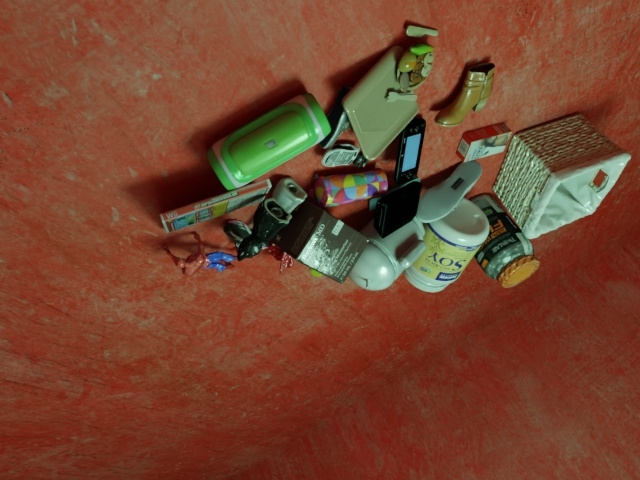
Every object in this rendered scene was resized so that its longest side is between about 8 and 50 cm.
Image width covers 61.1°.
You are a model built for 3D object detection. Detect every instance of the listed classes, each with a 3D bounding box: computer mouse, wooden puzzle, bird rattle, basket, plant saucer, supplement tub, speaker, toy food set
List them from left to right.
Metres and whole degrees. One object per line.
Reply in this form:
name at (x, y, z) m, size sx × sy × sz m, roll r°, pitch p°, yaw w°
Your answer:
speaker at (-0.127, -0.244, 1.336) m, size 0.296 × 0.131 × 0.131 m, roll -30°, pitch 148°, yaw 0°
bird rattle at (-0.045, 0.010, 1.799) m, size 0.253 × 0.143 × 0.207 m, roll 19°, pitch 113°, yaw -34°
computer mouse at (0.077, -0.253, 1.564) m, size 0.193 × 0.042 × 0.106 m, roll -7°, pitch 146°, yaw -40°
wooden puzzle at (0.160, -0.360, 1.436) m, size 0.221 × 0.044 × 0.239 m, roll -48°, pitch 144°, yaw -8°
plant saucer at (0.249, -0.161, 1.844) m, size 0.192 × 0.018 × 0.067 m, roll -23°, pitch 147°, yaw -9°
toy food set at (0.245, -0.441, 1.382) m, size 0.132 × 0.038 × 0.192 m, roll -11°, pitch 128°, yaw -37°
supplement tub at (0.458, 0.016, 2.041) m, size 0.241 × 0.241 × 0.331 m, roll -10°, pitch 143°, yaw -27°
supplement tub at (0.677, 0.003, 2.104) m, size 0.207 × 0.338 × 0.207 m, roll -21°, pitch 146°, yaw -15°
basket at (0.856, -0.236, 1.983) m, size 0.331 × 0.266 × 0.328 m, roll -20°, pitch 147°, yaw -15°

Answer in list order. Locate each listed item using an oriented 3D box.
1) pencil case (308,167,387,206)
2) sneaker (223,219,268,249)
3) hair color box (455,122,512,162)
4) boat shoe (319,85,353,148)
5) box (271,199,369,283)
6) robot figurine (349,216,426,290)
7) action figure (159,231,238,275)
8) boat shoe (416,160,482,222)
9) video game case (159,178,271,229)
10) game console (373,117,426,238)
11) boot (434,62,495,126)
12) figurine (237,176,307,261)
pencil case at (0.088, -0.162, 1.648) m, size 0.236 × 0.104 × 0.104 m, roll -9°, pitch 143°, yaw -25°
sneaker at (-0.236, 0.002, 1.646) m, size 0.077 × 0.072 × 0.178 m, roll -30°, pitch 144°, yaw 22°
hair color box at (0.547, -0.328, 1.814) m, size 0.167 × 0.053 × 0.093 m, roll -18°, pitch 145°, yaw -19°
boat shoe at (0.058, -0.318, 1.434) m, size 0.066 × 0.066 × 0.183 m, roll -2°, pitch 138°, yaw -38°
box at (0.000, 0.000, 1.645) m, size 0.203 × 0.167 × 0.169 m, roll 29°, pitch 93°, yaw -36°
robot figurine at (0.212, 0.031, 1.843) m, size 0.353 × 0.299 × 0.200 m, roll -44°, pitch 119°, yaw -30°
action figure at (-0.352, 0.033, 1.593) m, size 0.091 × 0.139 × 0.280 m, roll -45°, pitch 167°, yaw 18°
boat shoe at (0.438, -0.157, 1.882) m, size 0.306 × 0.113 × 0.105 m, roll -47°, pitch 162°, yaw -19°
video game case at (-0.277, -0.089, 1.434) m, size 0.285 × 0.025 × 0.204 m, roll -20°, pitch 178°, yaw -15°
game console at (0.252, -0.193, 1.659) m, size 0.213 × 0.044 × 0.361 m, roll -30°, pitch 135°, yaw -43°
boot at (0.416, -0.424, 1.567) m, size 0.197 × 0.073 × 0.152 m, roll -32°, pitch 151°, yaw -20°
figurine at (-0.148, -0.055, 1.543) m, size 0.209 × 0.092 × 0.215 m, roll -48°, pitch -173°, yaw 37°
